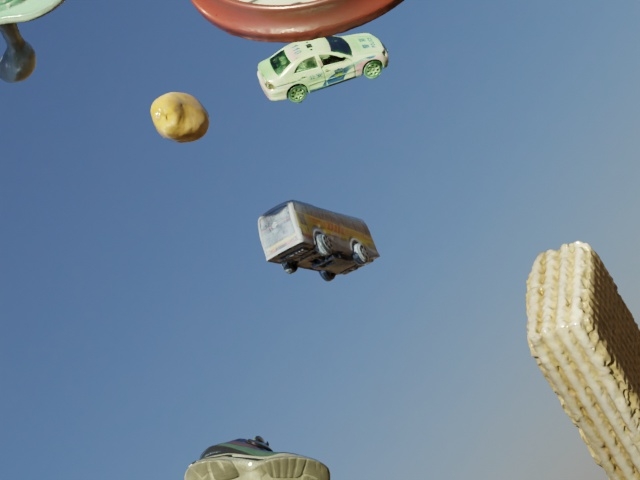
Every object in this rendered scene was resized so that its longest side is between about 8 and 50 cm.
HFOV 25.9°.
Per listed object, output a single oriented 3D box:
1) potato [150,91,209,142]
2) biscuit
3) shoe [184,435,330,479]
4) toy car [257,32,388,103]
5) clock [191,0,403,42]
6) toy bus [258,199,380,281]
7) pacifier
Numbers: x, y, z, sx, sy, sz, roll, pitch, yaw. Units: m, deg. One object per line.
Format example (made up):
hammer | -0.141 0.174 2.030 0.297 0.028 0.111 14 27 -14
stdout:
potato | -0.175 -0.152 1.717 0.062 0.068 0.083 -56 -20 4
biscuit | 0.331 0.198 1.465 0.078 0.426 0.144 -19 34 26
shoe | -0.073 0.264 1.640 0.099 0.169 0.071 -92 2 -70
toy car | 0.004 -0.305 2.366 0.224 0.090 0.076 -19 -50 -6
clock | -0.008 -0.345 1.662 0.318 0.318 0.080 -44 -37 -22
toy bus | 0.000 0.000 1.655 0.064 0.075 0.190 -27 -21 26
pacifier | -0.288 -0.197 1.245 0.150 0.127 0.117 -23 -49 -11
